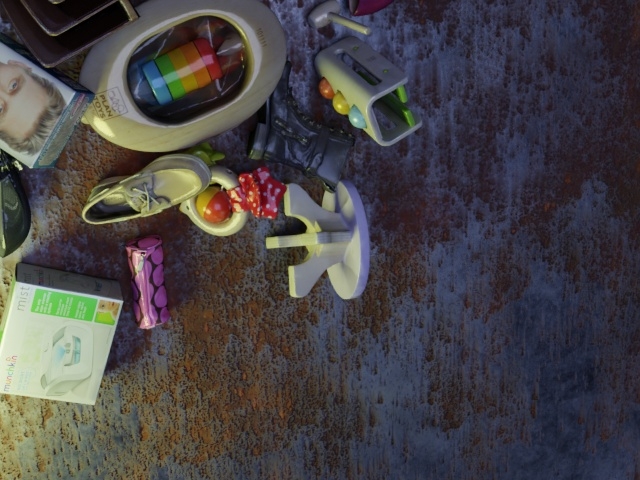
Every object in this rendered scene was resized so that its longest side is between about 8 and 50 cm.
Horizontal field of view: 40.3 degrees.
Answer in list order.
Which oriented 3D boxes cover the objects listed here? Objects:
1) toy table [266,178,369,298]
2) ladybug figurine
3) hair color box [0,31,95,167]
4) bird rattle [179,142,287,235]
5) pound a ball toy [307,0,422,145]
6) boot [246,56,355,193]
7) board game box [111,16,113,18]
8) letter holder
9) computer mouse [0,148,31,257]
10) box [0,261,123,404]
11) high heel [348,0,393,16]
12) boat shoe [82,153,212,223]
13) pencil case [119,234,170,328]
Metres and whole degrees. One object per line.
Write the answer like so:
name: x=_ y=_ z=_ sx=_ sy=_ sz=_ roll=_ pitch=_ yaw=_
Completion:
toy table: x=0.000 y=0.000 z=1.977 sx=0.161 sy=0.252 sz=0.274 roll=-4 pitch=78 yaw=-29
ladybug figurine: x=-0.291 y=-0.353 z=1.798 sx=0.449 sy=0.162 sz=0.305 roll=-23 pitch=112 yaw=-9
hair color box: x=-0.628 y=-0.302 z=1.662 sx=0.347 sy=0.105 sz=0.174 roll=33 pitch=98 yaw=2
bird rattle: x=-0.210 y=-0.103 z=1.910 sx=0.253 sy=0.143 sz=0.207 roll=27 pitch=126 yaw=0
pound a ball toy: x=0.065 y=-0.355 z=1.851 sx=0.135 sy=0.319 sz=0.208 roll=-31 pitch=130 yaw=-7
boot: x=-0.030 y=-0.254 z=1.921 sx=0.229 sy=0.091 sz=0.263 roll=15 pitch=85 yaw=-16
board game box: x=-0.427 y=-0.446 z=1.712 sx=0.103 sy=0.154 sz=0.026 roll=-21 pitch=131 yaw=20
letter holder: x=-0.510 y=-0.498 z=1.598 sx=0.214 sy=0.152 sz=0.302 roll=-32 pitch=69 yaw=-3
computer mouse: x=-0.632 y=-0.092 z=1.791 sx=0.072 sy=0.188 sz=0.272 roll=-7 pitch=120 yaw=-30
box: x=-0.582 y=0.204 z=1.917 sx=0.231 sy=0.127 sz=0.262 roll=13 pitch=104 yaw=-23
high heel: x=0.085 y=-0.665 z=1.825 sx=0.181 sy=0.127 sz=0.377 roll=-35 pitch=118 yaw=-15
boat shoe: x=-0.363 y=-0.096 z=1.816 sx=0.302 sy=0.098 sz=0.109 roll=-12 pitch=121 yaw=25
pencil case: x=-0.388 y=0.096 z=1.955 sx=0.095 sy=0.098 sz=0.209 roll=-10 pitch=111 yaw=-14
